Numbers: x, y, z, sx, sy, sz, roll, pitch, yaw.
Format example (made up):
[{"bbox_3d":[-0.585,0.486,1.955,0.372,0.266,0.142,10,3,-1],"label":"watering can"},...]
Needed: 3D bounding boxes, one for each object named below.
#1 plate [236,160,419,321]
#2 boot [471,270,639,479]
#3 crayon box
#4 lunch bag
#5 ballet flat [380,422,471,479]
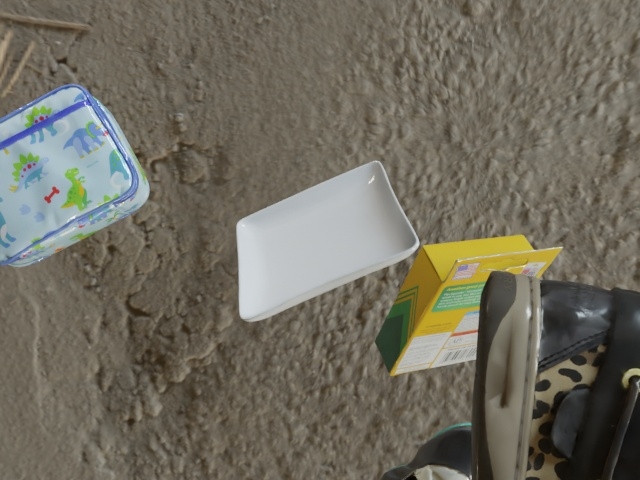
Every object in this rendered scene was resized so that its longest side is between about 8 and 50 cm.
[{"bbox_3d":[0.000,0.000,0.961,0.278,0.277,0.045,-23,124,6],"label":"plate"},{"bbox_3d":[0.252,0.206,0.423,0.284,0.138,0.377,-1,98,15],"label":"boot"},{"bbox_3d":[0.239,0.099,1.038,0.203,0.083,0.323,-5,140,-22],"label":"crayon box"},{"bbox_3d":[-0.346,-0.080,0.762,0.219,0.090,0.176,-28,85,-5],"label":"lunch bag"},{"bbox_3d":[0.123,0.269,0.667,0.074,0.074,0.203,40,138,6],"label":"ballet flat"}]
